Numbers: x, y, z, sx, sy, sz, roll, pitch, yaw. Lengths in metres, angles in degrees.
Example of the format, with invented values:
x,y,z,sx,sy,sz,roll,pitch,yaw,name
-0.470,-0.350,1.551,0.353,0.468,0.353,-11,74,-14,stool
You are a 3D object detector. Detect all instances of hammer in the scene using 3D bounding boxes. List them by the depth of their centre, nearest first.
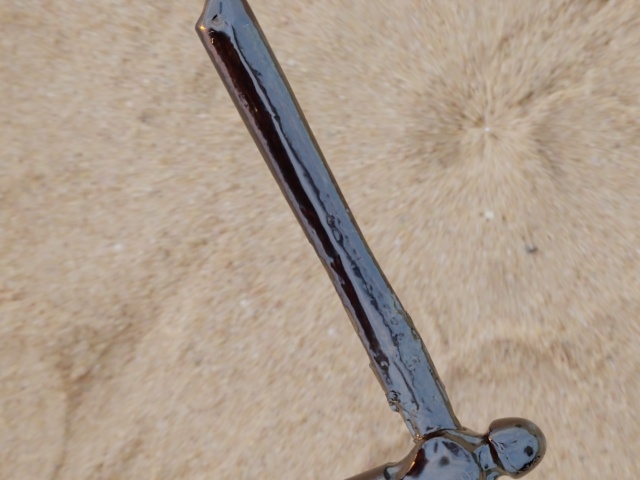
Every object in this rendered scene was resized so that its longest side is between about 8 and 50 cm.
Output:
x,y,z,sx,sy,sz,roll,pitch,yaw,name
0.000,0.000,0.462,0.065,0.021,0.178,-29,82,17,hammer
